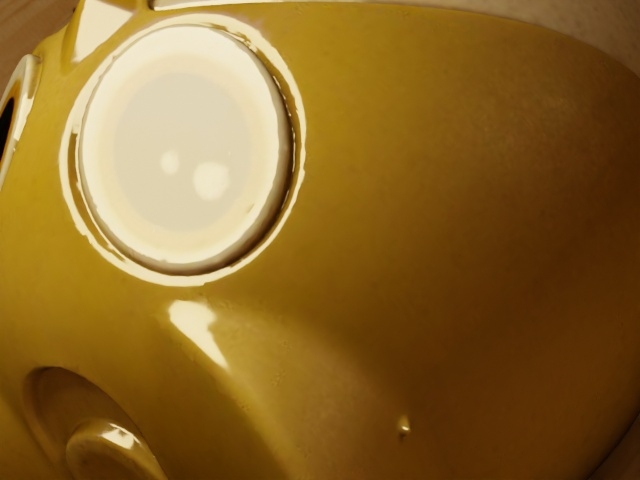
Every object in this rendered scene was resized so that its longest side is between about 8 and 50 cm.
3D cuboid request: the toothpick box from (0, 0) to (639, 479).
[{"bbox_3d":[0.000,0.000,1.073,0.409,0.409,0.425,-18,27,51],"label":"toothpick box"}]
